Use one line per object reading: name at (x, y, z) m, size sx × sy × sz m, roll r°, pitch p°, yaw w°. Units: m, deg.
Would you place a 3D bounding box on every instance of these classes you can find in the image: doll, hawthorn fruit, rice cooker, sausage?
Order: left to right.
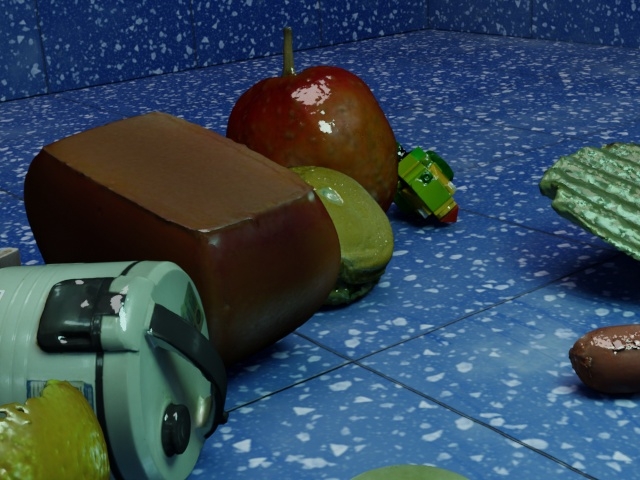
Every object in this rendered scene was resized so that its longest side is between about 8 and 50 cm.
rice cooker at (-0.209, 0.121, 0.960) m, size 0.244 × 0.226 × 0.226 m, roll 0°, pitch 19°, yaw 14°
hawthorn fruit at (-0.019, -0.160, 1.589) m, size 0.287 × 0.330 × 0.287 m, roll -12°, pitch 14°, yaw 3°
doll at (0.160, -0.095, 1.685) m, size 0.106 × 0.134 × 0.186 m, roll -40°, pitch 28°, yaw 3°
sausage at (0.332, 0.124, 1.090) m, size 0.141 × 0.076 × 0.076 m, roll -1°, pitch 19°, yaw 3°

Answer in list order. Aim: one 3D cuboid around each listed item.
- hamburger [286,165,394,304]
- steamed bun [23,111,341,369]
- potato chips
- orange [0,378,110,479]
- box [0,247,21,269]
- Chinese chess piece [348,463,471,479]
hamburger at (0.000, 0.000, 1.391) m, size 0.215 × 0.122 × 0.189 m, roll -16°, pitch 56°, yaw -45°
steamed bun at (-0.168, 0.016, 1.219) m, size 0.379 × 0.248 × 0.235 m, roll 26°, pitch 37°, yaw 37°
potato chips at (0.508, -0.040, 1.365) m, size 0.429 × 0.070 × 0.358 m, roll 21°, pitch 39°, yaw 19°
orange at (-0.294, 0.217, 0.676) m, size 0.334 × 0.262 × 0.196 m, roll -11°, pitch 61°, yaw -20°
box at (-0.447, 0.077, 1.342) m, size 0.024 × 0.090 × 0.167 m, roll 6°, pitch 21°, yaw 29°
Chinese chess piece at (0.073, 0.237, 0.831) m, size 0.144 × 0.059 × 0.144 m, roll -3°, pitch 21°, yaw 1°
